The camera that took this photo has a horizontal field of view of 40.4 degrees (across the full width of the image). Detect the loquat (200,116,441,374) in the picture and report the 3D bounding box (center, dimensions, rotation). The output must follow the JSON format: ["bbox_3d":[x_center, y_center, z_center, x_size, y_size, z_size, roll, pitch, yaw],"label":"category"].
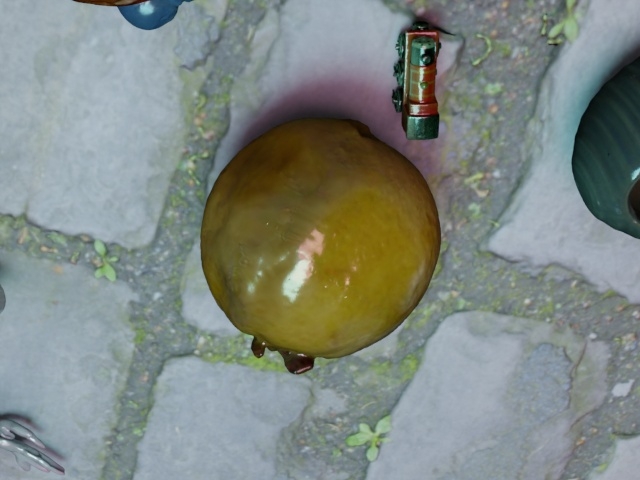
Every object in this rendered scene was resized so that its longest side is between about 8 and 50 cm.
[{"bbox_3d":[0.000,0.000,0.825,0.238,0.193,0.238,-9,113,-24],"label":"loquat"}]

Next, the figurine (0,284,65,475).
[{"bbox_3d":[-0.406,0.184,0.902,0.284,0.206,0.315,24,121,-5],"label":"figurine"}]

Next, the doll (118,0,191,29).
[{"bbox_3d":[-0.145,-0.227,0.761,0.083,0.050,0.076,-35,113,17],"label":"doll"}]

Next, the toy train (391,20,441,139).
[{"bbox_3d":[0.092,-0.150,0.814,0.044,0.064,0.103,-1,121,-2],"label":"toy train"}]

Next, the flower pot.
[{"bbox_3d":[0.356,-0.097,0.813,0.243,0.157,0.189,-20,119,8],"label":"flower pot"}]

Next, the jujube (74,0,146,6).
[{"bbox_3d":[-0.126,-0.283,0.661,0.255,0.190,0.190,-14,122,-14],"label":"jujube"}]
